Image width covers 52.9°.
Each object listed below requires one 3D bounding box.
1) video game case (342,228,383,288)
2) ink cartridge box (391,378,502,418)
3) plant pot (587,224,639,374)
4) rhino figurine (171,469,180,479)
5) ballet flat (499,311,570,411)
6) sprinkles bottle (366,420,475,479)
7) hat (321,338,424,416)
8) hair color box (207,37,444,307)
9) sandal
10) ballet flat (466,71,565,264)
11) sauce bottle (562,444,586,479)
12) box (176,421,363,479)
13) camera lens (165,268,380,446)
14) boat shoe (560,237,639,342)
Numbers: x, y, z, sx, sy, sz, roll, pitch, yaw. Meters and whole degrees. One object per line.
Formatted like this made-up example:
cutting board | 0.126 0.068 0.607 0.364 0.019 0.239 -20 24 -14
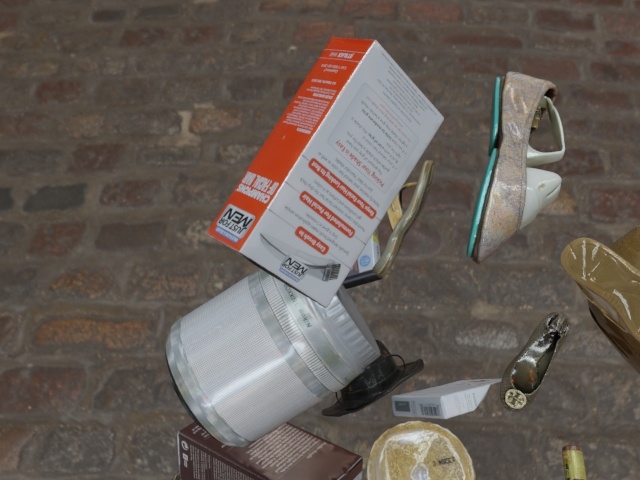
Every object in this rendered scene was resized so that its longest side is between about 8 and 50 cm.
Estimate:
video game case | 0.000 0.000 1.417 0.275 0.035 0.248 -18 61 28
ink cartridge box | 0.317 0.376 1.538 0.232 0.189 0.066 1 78 -31
plant pot | 0.500 0.126 0.834 0.237 0.237 0.254 4 27 7
rhino figurine | -0.340 0.697 1.647 0.073 0.243 0.106 15 43 40
ballet flat | 0.471 0.268 1.411 0.084 0.058 0.250 30 99 10
sprinkles bottle | 0.120 0.354 0.830 0.121 0.355 0.121 -2 53 3
hat | 0.110 0.341 1.694 0.331 0.331 0.134 -28 86 -16
hair color box | 0.006 -0.048 0.460 0.053 0.093 0.167 24 80 50
sandal | 0.110 -0.035 0.907 0.049 0.072 0.180 28 96 10
ballet flat | 0.271 -0.105 0.864 0.106 0.107 0.316 10 64 12
sauce bottle | 0.507 0.474 1.276 0.042 0.042 0.128 3 53 6
box | -0.115 0.503 1.423 0.381 0.143 0.191 14 22 34
camera lens | -0.076 0.161 0.976 0.274 0.219 0.219 -32 56 4
boat shoe | 0.326 0.063 0.665 0.063 0.059 0.170 -45 59 8
